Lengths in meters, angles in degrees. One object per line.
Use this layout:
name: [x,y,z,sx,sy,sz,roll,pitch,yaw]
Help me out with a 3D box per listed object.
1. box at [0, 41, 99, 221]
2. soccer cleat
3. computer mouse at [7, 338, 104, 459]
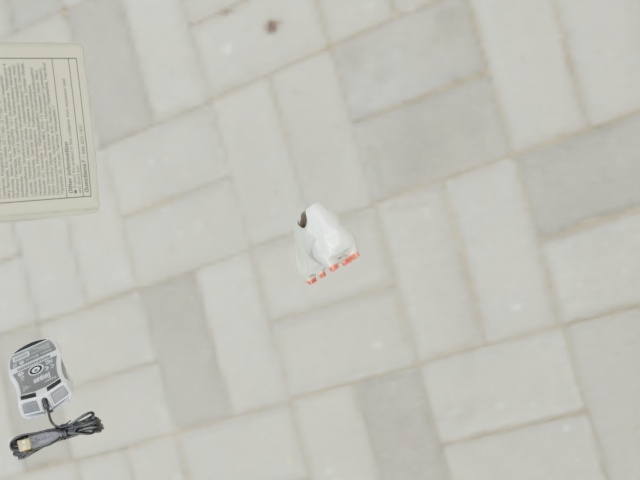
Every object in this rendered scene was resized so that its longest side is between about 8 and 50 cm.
box: [-0.330,-0.076,1.228,0.121,0.311,0.148,-4,90,43]
soccer cleat: [0.000,0.000,1.788,0.068,0.196,0.076,-29,88,-11]
computer mouse: [-0.313,0.180,1.847,0.106,0.042,0.193,-24,34,-2]
